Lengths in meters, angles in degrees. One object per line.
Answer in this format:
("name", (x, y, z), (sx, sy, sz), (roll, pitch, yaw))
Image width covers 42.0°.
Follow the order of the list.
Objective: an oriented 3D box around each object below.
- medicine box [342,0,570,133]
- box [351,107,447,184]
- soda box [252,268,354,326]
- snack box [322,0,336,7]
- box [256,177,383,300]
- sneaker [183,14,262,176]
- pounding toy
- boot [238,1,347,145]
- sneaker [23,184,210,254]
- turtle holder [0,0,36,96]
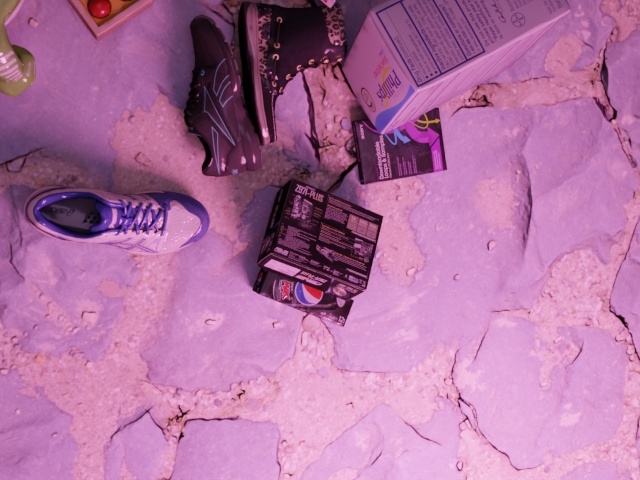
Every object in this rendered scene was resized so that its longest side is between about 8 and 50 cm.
("medicine box", (0.207, -0.326, 1.356), (0.289, 0.263, 0.149), (-28, 87, -10))
("box", (0.142, -0.169, 1.492), (0.162, 0.029, 0.116), (-12, 99, -12))
("soda box", (-0.030, 0.097, 1.463), (0.168, 0.060, 0.053), (22, 87, -16))
("snack box", (-0.034, -0.466, 1.386), (0.178, 0.022, 0.064), (40, 51, -7))
("box", (0.000, 0.000, 1.423), (0.180, 0.077, 0.147), (21, 66, -17))
("sneaker", (-0.177, -0.232, 1.365), (0.106, 0.101, 0.267), (-18, 100, -10))
("pounding toy", (-0.353, -0.400, 1.297), (0.130, 0.100, 0.141), (-37, 104, -8))
("boot", (-0.040, -0.286, 1.402), (0.178, 0.085, 0.237), (-8, 98, -16))
("sneaker", (-0.321, -0.028, 1.336), (0.296, 0.131, 0.112), (2, 94, -16))
("turtle holder", (-0.515, -0.388, 1.191), (0.320, 0.227, 0.243), (31, 87, -17))
